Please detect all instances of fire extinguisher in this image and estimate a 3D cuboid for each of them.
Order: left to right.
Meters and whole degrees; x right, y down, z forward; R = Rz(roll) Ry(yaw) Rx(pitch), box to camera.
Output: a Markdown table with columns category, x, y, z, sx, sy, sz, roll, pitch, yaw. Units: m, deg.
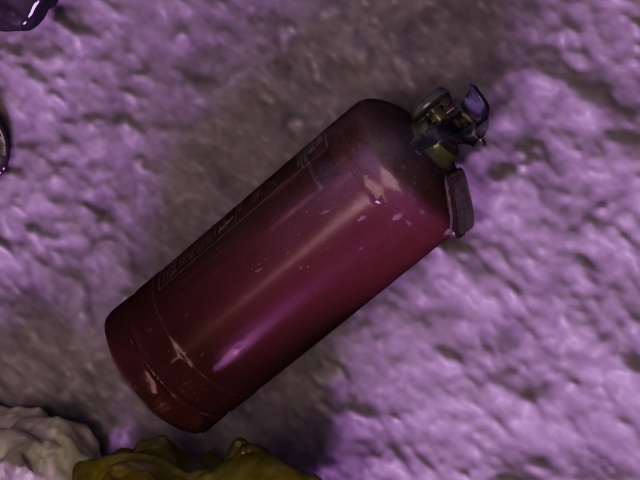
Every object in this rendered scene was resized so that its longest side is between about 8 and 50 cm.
| category | x | y | z | sx | sy | sz | roll | pitch | yaw |
| --- | --- | --- | --- | --- | --- | --- | --- | --- | --- |
| fire extinguisher | 0.000 | 0.000 | 0.966 | 0.269 | 0.105 | 0.105 | -39 | 88 | 20 |

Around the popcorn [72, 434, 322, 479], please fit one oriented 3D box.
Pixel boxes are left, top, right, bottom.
| category | x | y | z | sx | sy | sz | roll | pitch | yaw |
| --- | --- | --- | --- | --- | --- | --- | --- | --- | --- |
| popcorn | -0.068 | 0.195 | 0.986 | 0.212 | 0.198 | 0.198 | -41 | 87 | 14 |

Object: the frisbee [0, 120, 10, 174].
| category | x | y | z | sx | sy | sz | roll | pitch | yaw |
| --- | --- | --- | --- | --- | --- | --- | --- | --- | --- |
| frisbee | -0.305 | -0.016 | 1.105 | 0.211 | 0.012 | 0.187 | 14 | 106 | 13 |

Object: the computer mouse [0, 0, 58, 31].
| category | x | y | z | sx | sy | sz | roll | pitch | yaw |
| --- | --- | --- | --- | --- | --- | --- | --- | --- | --- |
| computer mouse | -0.165 | -0.262 | 0.977 | 0.168 | 0.087 | 0.295 | 38 | 122 | -1 |

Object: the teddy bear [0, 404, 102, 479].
| category | x | y | z | sx | sy | sz | roll | pitch | yaw |
| --- | --- | --- | --- | --- | --- | --- | --- | --- | --- |
| teddy bear | -0.377 | 0.203 | 0.988 | 0.375 | 0.362 | 0.327 | 18 | 106 | 15 |
